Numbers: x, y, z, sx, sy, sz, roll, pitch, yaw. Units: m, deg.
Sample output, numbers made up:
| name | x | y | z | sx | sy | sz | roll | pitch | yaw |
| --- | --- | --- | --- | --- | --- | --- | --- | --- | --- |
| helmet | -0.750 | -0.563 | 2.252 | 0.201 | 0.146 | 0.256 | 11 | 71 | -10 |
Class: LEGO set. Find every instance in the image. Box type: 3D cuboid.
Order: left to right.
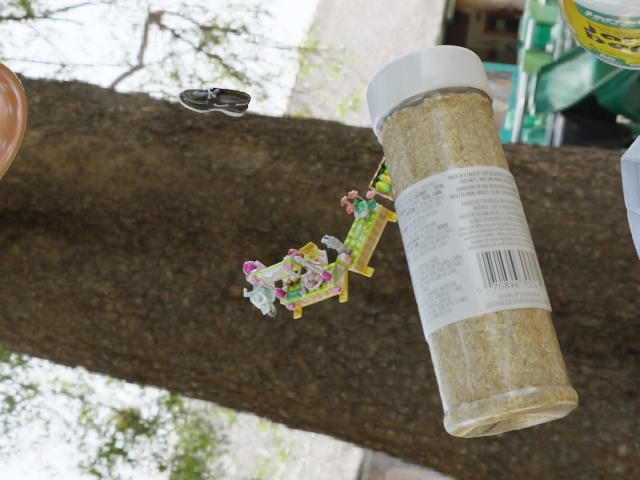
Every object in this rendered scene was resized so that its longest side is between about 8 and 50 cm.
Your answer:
| name | x | y | z | sx | sy | sz | roll | pitch | yaw |
| --- | --- | --- | --- | --- | --- | --- | --- | --- | --- |
| LEGO set | 0.000 | 0.000 | 1.196 | 0.107 | 0.287 | 0.132 | 32 | -155 | -41 |

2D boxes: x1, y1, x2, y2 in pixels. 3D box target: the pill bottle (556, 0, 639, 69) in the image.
| name | x | y | z | sx | sy | sz | roll | pitch | yaw |
| --- | --- | --- | --- | --- | --- | --- | --- | --- | --- |
| pill bottle | 0.189 | -0.178 | 0.527 | 0.208 | 0.117 | 0.118 | 8 | -89 | -69 |

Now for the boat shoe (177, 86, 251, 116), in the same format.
| name | x | y | z | sx | sy | sz | roll | pitch | yaw |
| --- | --- | --- | --- | --- | --- | --- | --- | --- | --- |
| boat shoe | -0.174 | -0.235 | 1.492 | 0.038 | 0.125 | 0.046 | -50 | 43 | 43 |

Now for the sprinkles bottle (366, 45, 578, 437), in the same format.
| name | x | y | z | sx | sy | sz | roll | pitch | yaw |
| --- | --- | --- | --- | --- | --- | --- | --- | --- | --- |
| sprinkles bottle | 0.135 | -0.003 | 0.843 | 0.121 | 0.121 | 0.355 | 67 | -168 | -69 |

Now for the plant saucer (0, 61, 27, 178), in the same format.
| name | x | y | z | sx | sy | sz | roll | pitch | yaw |
| --- | --- | --- | --- | --- | --- | --- | --- | --- | --- |
| plant saucer | -0.323 | -0.073 | 0.700 | 0.200 | 0.037 | 0.200 | -41 | -18 | -17 |

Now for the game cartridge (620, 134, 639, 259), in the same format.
| name | x | y | z | sx | sy | sz | roll | pitch | yaw |
| --- | --- | --- | --- | --- | --- | --- | --- | --- | --- |
| game cartridge | 0.433 | -0.029 | 1.005 | 0.196 | 0.060 | 0.294 | -45 | -55 | -12 |
